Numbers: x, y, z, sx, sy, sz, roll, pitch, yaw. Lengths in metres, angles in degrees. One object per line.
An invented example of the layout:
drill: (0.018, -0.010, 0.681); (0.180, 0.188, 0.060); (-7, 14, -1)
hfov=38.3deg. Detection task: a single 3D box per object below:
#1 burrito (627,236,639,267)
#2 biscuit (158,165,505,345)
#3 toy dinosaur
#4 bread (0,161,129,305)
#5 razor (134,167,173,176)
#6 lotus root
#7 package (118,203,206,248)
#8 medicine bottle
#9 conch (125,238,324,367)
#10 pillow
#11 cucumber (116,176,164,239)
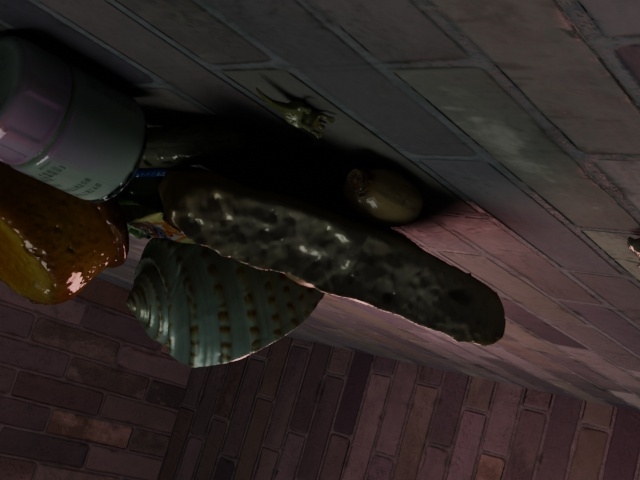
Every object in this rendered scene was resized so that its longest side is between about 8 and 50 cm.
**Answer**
burrito: (0.418, 0.021, 0.905); (0.082, 0.059, 0.275); (37, 162, -21)
biscuit: (0.000, -0.001, 1.181); (0.429, 0.104, 0.446); (19, -177, -14)
toy dinosaur: (-0.022, -0.124, 0.906); (0.041, 0.026, 0.113); (30, -172, 33)
bread: (-0.420, -0.047, 1.328); (0.312, 0.172, 0.312); (27, 148, 18)
razor: (-0.238, -0.090, 1.282); (0.093, 0.056, 0.324); (-15, 163, 27)
lotus root: (0.073, -0.048, 1.053); (0.073, 0.062, 0.150); (4, 170, 35)
package: (-0.241, -0.024, 1.378); (0.121, 0.031, 0.108); (12, 164, 36)
medicine bottle: (-0.290, -0.130, 1.000); (0.135, 0.135, 0.168); (7, 166, 40)
conch: (-0.152, 0.054, 1.494); (0.303, 0.319, 0.215); (26, 146, 59)
pillow: (-0.180, -0.112, 1.100); (0.241, 0.051, 0.093); (-3, -178, 25)
cucumber: (-0.295, -0.070, 1.445); (0.115, 0.085, 0.193); (19, 163, -16)
